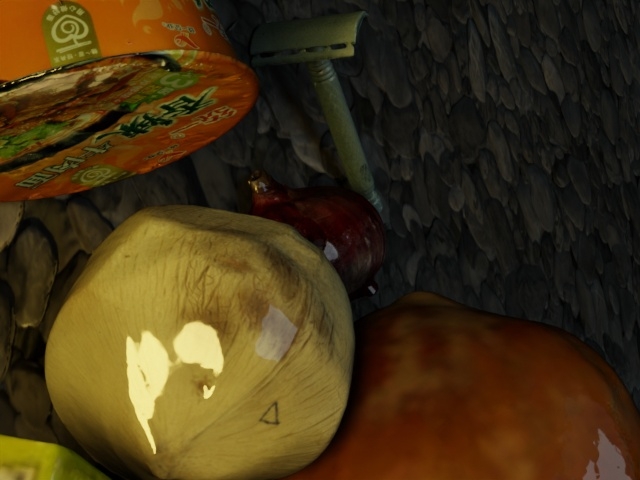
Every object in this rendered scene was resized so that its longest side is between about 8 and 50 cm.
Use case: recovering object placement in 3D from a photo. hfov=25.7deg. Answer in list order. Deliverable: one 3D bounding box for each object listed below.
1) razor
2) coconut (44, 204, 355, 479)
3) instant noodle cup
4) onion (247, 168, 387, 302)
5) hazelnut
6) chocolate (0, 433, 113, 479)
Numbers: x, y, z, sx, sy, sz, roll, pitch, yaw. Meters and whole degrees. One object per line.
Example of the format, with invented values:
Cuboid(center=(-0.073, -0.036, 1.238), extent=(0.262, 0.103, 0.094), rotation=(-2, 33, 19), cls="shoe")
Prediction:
Cuboid(center=(0.018, -0.117, 1.378), extent=(0.068, 0.106, 0.232), rotation=(-71, 150, -43), cls="razor")
Cuboid(center=(-0.080, 0.081, 0.969), extent=(0.224, 0.224, 0.224), rotation=(33, 51, -53), cls="coconut")
Cuboid(center=(-0.171, -0.147, 0.897), extent=(0.230, 0.230, 0.182), rotation=(7, 65, -61), cls="instant noodle cup")
Cuboid(center=(0.000, 0.000, 1.261), extent=(0.206, 0.098, 0.151), rotation=(-46, 121, -57), cls="onion")
Cuboid(center=(0.094, 0.232, 1.079), extent=(0.366, 0.366, 0.366), rotation=(33, 51, -53), cls="hazelnut")
Cuboid(center=(-0.154, 0.290, 0.815), extent=(0.289, 0.137, 0.301), rotation=(46, 41, -44), cls="chocolate")
